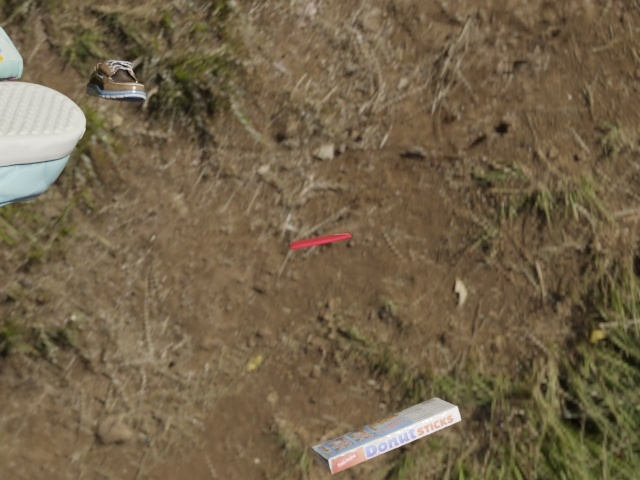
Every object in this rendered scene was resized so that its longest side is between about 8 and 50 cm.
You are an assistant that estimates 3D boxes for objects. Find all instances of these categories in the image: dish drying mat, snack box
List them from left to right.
[{"bbox_3d":[0.000,0.000,1.502,0.083,0.032,0.008,-10,100,-2],"label":"dish drying mat"},{"bbox_3d":[0.081,0.238,1.357,0.178,0.064,0.022,-19,100,-18],"label":"snack box"}]

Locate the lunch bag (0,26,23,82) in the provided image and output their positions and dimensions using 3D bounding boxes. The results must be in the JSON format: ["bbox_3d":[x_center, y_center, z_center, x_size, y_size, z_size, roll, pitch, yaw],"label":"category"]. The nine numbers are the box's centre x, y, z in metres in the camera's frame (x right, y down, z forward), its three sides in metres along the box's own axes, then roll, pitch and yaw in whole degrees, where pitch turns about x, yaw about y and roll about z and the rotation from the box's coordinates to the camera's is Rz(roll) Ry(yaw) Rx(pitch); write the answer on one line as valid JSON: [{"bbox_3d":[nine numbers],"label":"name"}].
[{"bbox_3d":[-0.588,-0.276,1.586,0.262,0.223,0.160,22,103,9],"label":"lunch bag"}]

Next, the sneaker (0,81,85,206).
[{"bbox_3d":[-0.408,-0.069,1.108,0.135,0.366,0.150,49,125,30],"label":"sneaker"}]

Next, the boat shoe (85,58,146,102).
[{"bbox_3d":[-0.341,-0.265,1.819,0.066,0.183,0.066,3,98,-36],"label":"boat shoe"}]
